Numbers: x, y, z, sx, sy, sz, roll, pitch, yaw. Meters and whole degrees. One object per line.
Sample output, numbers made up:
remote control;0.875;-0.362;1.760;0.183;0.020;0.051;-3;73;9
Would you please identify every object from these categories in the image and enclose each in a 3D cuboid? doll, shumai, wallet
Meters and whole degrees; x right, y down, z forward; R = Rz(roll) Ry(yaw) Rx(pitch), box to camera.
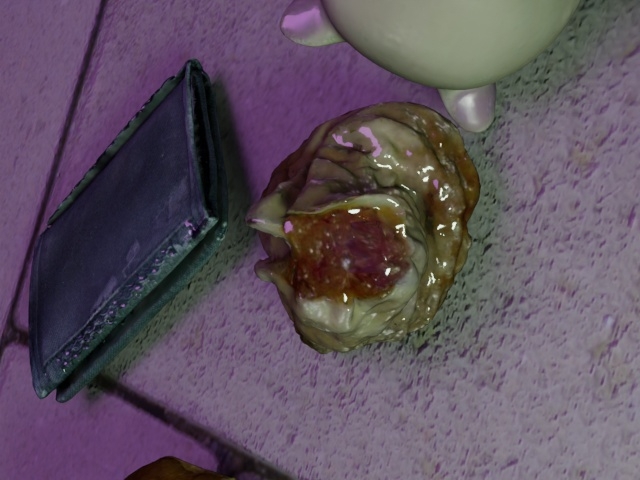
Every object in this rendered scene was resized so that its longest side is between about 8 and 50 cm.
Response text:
doll;0.124;-0.258;0.774;0.370;0.215;0.226;127;165;-62
shumai;0.000;-0.004;0.872;0.218;0.185;0.184;-27;74;40
wallet;-0.206;-0.006;1.207;0.342;0.075;0.237;-44;43;33

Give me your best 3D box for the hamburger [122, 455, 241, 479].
hamburger;-0.122;0.297;0.957;0.308;0.132;0.211;17;88;35
